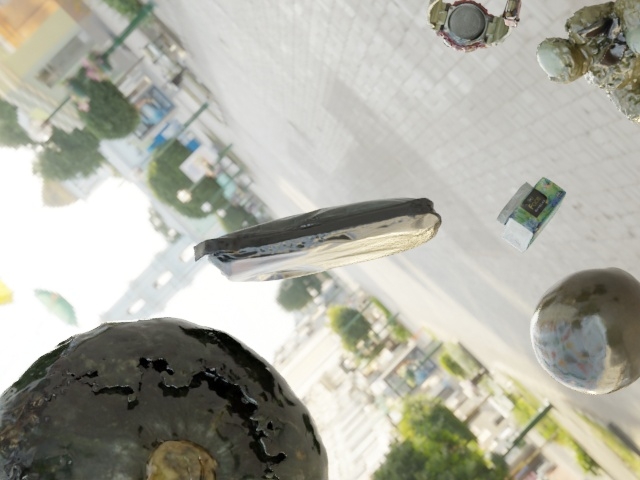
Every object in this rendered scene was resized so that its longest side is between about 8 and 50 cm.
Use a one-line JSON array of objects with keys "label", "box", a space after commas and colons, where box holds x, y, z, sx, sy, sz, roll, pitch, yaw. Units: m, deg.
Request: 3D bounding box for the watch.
[{"label": "watch", "box": [0.281, -0.423, 1.570, 0.164, 0.102, 0.268, 16, 174, -7]}]

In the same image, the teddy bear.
[{"label": "teddy bear", "box": [0.533, -0.341, 1.459, 0.267, 0.156, 0.256, 25, 149, -16]}]

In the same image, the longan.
[{"label": "longan", "box": [0.541, 0.174, 1.726, 0.258, 0.258, 0.258, 45, 179, 1]}]

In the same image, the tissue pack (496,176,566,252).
[{"label": "tissue pack", "box": [0.374, -0.053, 1.572, 0.079, 0.111, 0.085, 36, 160, 15]}]

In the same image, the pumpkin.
[{"label": "pumpkin", "box": [-0.201, 0.311, 1.037, 0.454, 0.454, 0.344, 45, 153, 10]}]

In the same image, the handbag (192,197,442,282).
[{"label": "handbag", "box": [-0.003, 0.001, 1.216, 0.191, 0.332, 0.075, 84, 176, -80]}]
